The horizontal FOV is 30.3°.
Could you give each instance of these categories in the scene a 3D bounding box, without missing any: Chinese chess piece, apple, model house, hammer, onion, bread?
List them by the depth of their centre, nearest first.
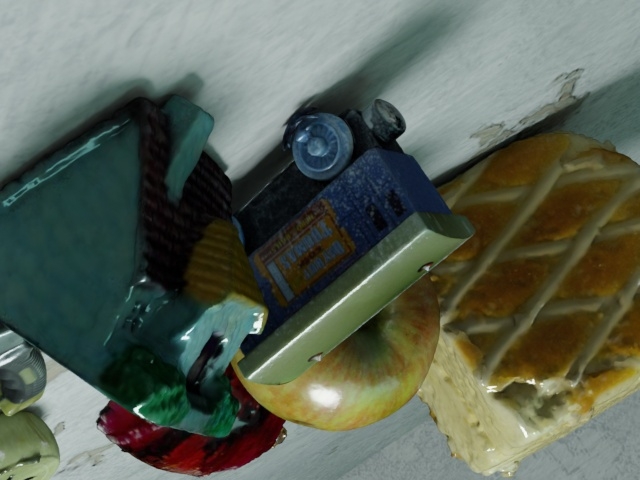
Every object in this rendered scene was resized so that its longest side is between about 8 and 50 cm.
[{"bbox_3d":[-0.139,0.015,1.094,0.249,0.230,0.280,-57,164,-4],"label":"model house"},{"bbox_3d":[-0.332,0.128,1.278,0.158,0.041,0.226,-25,159,-16],"label":"hammer"},{"bbox_3d":[0.008,0.106,1.447,0.264,0.264,0.264,-29,161,-11],"label":"apple"},{"bbox_3d":[-0.420,0.292,1.483,0.188,0.083,0.188,-31,162,-12],"label":"Chinese chess piece"},{"bbox_3d":[0.295,0.082,1.643,0.390,0.371,0.279,-28,160,-11],"label":"bread"},{"bbox_3d":[-0.175,0.258,1.698,0.314,0.146,0.280,-38,157,28],"label":"onion"}]

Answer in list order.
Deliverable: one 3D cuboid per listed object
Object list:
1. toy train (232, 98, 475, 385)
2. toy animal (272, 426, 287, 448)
[{"bbox_3d":[0.000,0.000,1.233,0.299,0.202,0.131,-42,160,25],"label":"toy train"},{"bbox_3d":[-0.040,0.216,1.842,0.255,0.116,0.114,-44,160,28],"label":"toy animal"}]
